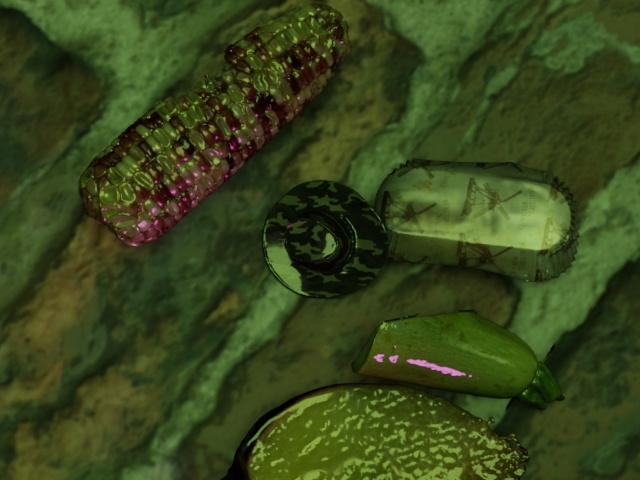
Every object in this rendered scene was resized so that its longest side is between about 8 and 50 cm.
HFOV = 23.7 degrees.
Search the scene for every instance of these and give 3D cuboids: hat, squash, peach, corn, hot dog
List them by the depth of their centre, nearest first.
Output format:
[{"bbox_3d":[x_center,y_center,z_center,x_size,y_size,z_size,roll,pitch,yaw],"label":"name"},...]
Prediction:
[{"bbox_3d":[0.044,0.219,1.342,0.279,0.068,0.189,-8,74,-2],"label":"peach"},{"bbox_3d":[0.132,0.101,1.363,0.200,0.090,0.075,14,49,-14],"label":"squash"},{"bbox_3d":[-0.092,-0.109,1.366,0.290,0.098,0.098,-43,86,-9],"label":"corn"},{"bbox_3d":[0.000,0.000,1.371,0.121,0.050,0.121,1,93,17],"label":"hat"},{"bbox_3d":[0.142,-0.022,1.387,0.191,0.059,0.108,9,73,4],"label":"hot dog"}]
